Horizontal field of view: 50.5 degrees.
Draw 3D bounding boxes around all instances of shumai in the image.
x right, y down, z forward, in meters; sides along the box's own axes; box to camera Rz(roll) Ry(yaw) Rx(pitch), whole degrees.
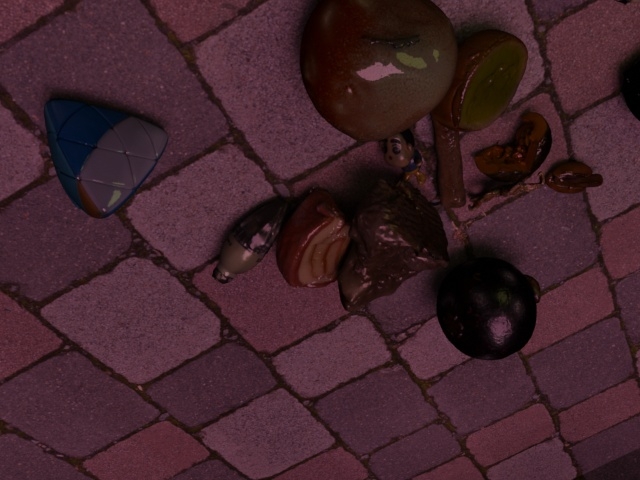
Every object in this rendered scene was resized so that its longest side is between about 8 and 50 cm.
[{"bbox_3d":[0.137,0.015,1.599,0.283,0.217,0.346,-33,160,30],"label":"shumai"}]

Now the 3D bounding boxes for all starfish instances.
[{"bbox_3d":[0.447,-0.114,1.659,0.209,0.053,0.150,-24,177,-22],"label":"starfish"}]

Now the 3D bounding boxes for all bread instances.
[{"bbox_3d":[-0.011,0.001,1.599,0.190,0.123,0.244,-10,131,-29],"label":"bread"},{"bbox_3d":[0.335,-0.329,1.418,0.236,0.070,0.236,-32,143,-28],"label":"bread"}]

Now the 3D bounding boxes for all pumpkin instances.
[{"bbox_3d":[0.467,-0.203,1.590,0.183,0.119,0.107,-38,127,22],"label":"pumpkin"}]

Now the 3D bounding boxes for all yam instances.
[{"bbox_3d":[0.298,-0.198,1.579,0.066,0.066,0.300,-17,131,-2],"label":"yam"}]

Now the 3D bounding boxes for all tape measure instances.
[{"bbox_3d":[0.806,-0.354,1.551,0.202,0.135,0.223,-38,134,21],"label":"tape measure"}]

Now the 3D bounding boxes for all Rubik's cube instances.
[{"bbox_3d":[-0.448,-0.115,1.332,0.254,0.254,0.255,-8,130,-10],"label":"Rubik's cube"}]

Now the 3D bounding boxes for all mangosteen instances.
[{"bbox_3d":[0.450,0.176,1.802,0.287,0.288,0.288,-8,130,-10],"label":"mangosteen"}]

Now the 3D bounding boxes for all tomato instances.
[{"bbox_3d":[0.106,-0.336,1.294,0.303,0.239,0.304,-7,132,-8],"label":"tomato"}]

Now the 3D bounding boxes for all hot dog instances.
[{"bbox_3d":[0.643,-0.155,1.719,0.140,0.060,0.090,4,131,-24],"label":"hot dog"}]

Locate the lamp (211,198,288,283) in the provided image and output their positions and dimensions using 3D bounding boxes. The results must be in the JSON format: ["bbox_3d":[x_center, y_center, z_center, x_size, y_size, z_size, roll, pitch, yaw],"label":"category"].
[{"bbox_3d":[-0.164,0.001,1.588,0.101,0.101,0.250,32,102,-34],"label":"lamp"}]

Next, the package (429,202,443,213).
[{"bbox_3d":[0.256,-0.082,1.693,0.110,0.015,0.037,1,133,-14],"label":"package"}]

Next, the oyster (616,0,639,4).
[{"bbox_3d":[0.562,-0.567,1.292,0.351,0.114,0.238,-23,112,-23],"label":"oyster"}]

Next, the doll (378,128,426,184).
[{"bbox_3d":[0.187,-0.191,1.544,0.089,0.102,0.179,-54,133,-28],"label":"doll"}]
